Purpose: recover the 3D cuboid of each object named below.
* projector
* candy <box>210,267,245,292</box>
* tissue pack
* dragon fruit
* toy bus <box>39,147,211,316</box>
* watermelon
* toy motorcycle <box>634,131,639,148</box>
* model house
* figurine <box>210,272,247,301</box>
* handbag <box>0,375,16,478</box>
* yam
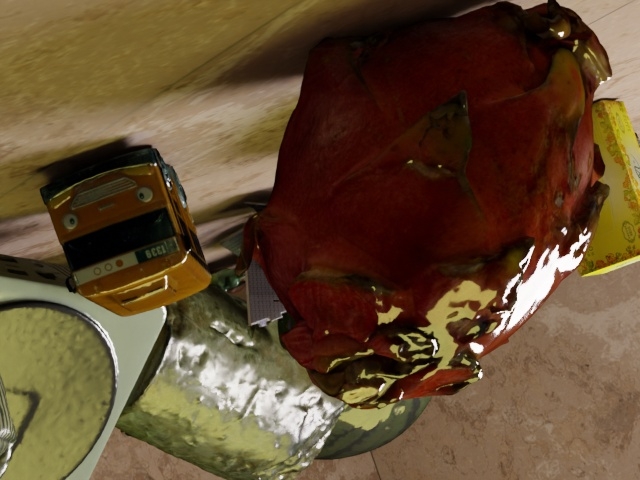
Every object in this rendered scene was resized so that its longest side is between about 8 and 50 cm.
[{"bbox_3d":[-0.291,0.132,1.479,0.257,0.079,0.259,12,112,-43],"label":"projector"},{"bbox_3d":[-0.093,0.042,1.887,0.305,0.083,0.091,-20,132,40],"label":"candy"},{"bbox_3d":[0.308,-0.057,1.895,0.095,0.176,0.062,-22,171,32],"label":"tissue pack"},{"bbox_3d":[0.078,-0.038,1.219,0.315,0.250,0.250,-64,164,7],"label":"dragon fruit"},{"bbox_3d":[-0.150,-0.001,1.367,0.098,0.114,0.201,-20,173,-1],"label":"toy bus"},{"bbox_3d":[0.023,0.162,2.415,0.279,0.279,0.359,-12,171,-44],"label":"watermelon"},{"bbox_3d":[0.341,-0.089,2.232,0.173,0.058,0.100,-24,165,24],"label":"toy motorcycle"},{"bbox_3d":[-0.046,0.021,1.738,0.088,0.167,0.117,10,158,-34],"label":"model house"},{"bbox_3d":[-0.061,0.113,2.115,0.380,0.203,0.248,-22,169,10],"label":"figurine"},{"bbox_3d":[-0.393,0.114,1.183,0.340,0.247,0.240,-15,161,-10],"label":"handbag"},{"bbox_3d":[-0.122,0.142,1.819,0.195,0.195,0.300,-24,143,33],"label":"yam"}]
